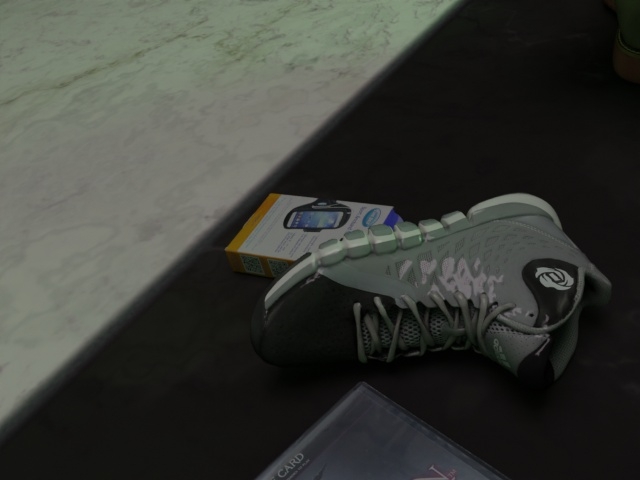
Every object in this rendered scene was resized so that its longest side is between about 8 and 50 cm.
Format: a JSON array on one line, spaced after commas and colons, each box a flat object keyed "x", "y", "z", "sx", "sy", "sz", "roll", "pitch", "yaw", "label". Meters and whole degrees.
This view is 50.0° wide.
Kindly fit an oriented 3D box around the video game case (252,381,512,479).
[{"x": 0.048, "y": 0.192, "z": 0.299, "sx": 0.196, "sy": 0.026, "sz": 0.274, "roll": -37, "pitch": 43, "yaw": -26, "label": "video game case"}]

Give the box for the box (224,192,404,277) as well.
[{"x": 0.000, "y": 0.000, "z": 0.561, "sx": 0.136, "sy": 0.028, "sz": 0.081, "roll": 10, "pitch": 44, "yaw": 27, "label": "box"}]

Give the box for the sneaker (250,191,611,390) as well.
[{"x": 0.075, "y": 0.048, "z": 0.425, "sx": 0.228, "sy": 0.086, "sz": 0.132, "roll": -22, "pitch": 40, "yaw": -9, "label": "sneaker"}]

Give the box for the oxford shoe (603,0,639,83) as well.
[{"x": 0.364, "y": -0.297, "z": 0.717, "sx": 0.123, "sy": 0.130, "sz": 0.348, "roll": -1, "pitch": 39, "yaw": 19, "label": "oxford shoe"}]
